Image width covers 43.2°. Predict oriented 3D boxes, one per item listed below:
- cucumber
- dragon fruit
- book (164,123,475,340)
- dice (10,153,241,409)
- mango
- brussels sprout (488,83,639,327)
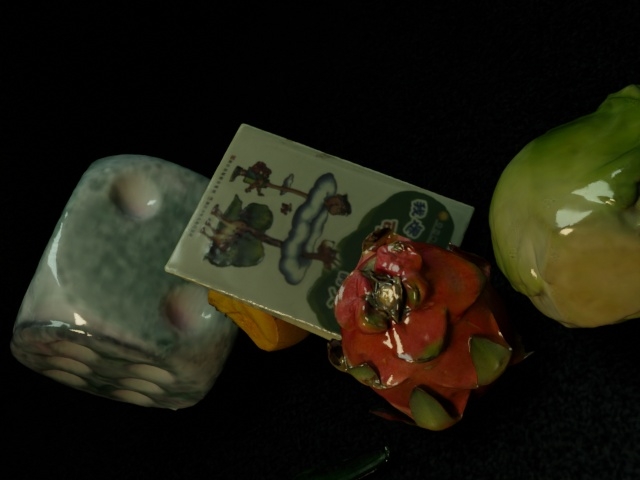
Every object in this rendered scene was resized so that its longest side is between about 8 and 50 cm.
[{"bbox_3d":[0.027,0.299,1.042,0.184,0.033,0.036,-29,61,35],"label":"cucumber"},{"bbox_3d":[0.115,0.102,0.949,0.224,0.227,0.224,-41,33,35],"label":"dragon fruit"},{"bbox_3d":[0.000,0.000,1.136,0.043,0.371,0.260,85,-153,-67],"label":"book"},{"bbox_3d":[-0.304,0.082,1.369,0.328,0.331,0.348,-45,24,57],"label":"dice"},{"bbox_3d":[-0.037,0.038,1.252,0.138,0.187,0.257,-14,30,51],"label":"mango"},{"bbox_3d":[0.309,-0.029,0.822,0.259,0.227,0.294,-34,8,42],"label":"brussels sprout"}]
